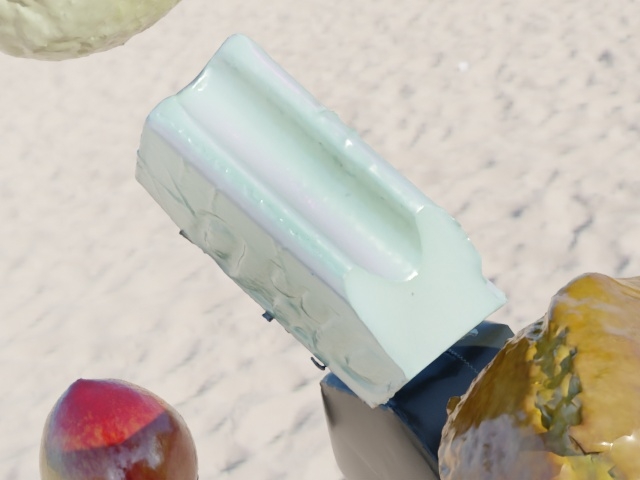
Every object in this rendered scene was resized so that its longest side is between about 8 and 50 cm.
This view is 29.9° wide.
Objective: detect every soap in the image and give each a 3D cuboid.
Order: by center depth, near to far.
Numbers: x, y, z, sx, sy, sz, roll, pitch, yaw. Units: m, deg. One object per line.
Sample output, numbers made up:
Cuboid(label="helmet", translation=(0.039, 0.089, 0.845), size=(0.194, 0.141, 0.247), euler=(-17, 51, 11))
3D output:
Cuboid(label="soap", translation=(0.000, 0.000, 0.732), size=(0.091, 0.230, 0.145), euler=(-47, -3, -18))

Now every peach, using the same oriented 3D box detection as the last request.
Cuboid(label="peach", translation=(-0.235, 0.248, 1.384), size=(0.197, 0.197, 0.197), euler=(-10, 21, 4))

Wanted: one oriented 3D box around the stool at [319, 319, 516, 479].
Cuboid(label="stool", translation=(0.114, 0.174, 0.994), size=(0.141, 0.232, 0.232), euler=(-34, 29, -22))

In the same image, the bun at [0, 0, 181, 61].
Cuboid(label="bun", translation=(-0.206, -0.308, 0.929), size=(0.348, 0.353, 0.227), euler=(12, 22, -27))

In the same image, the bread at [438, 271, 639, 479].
Cuboid(label="bread", translation=(0.213, 0.168, 0.717), size=(0.172, 0.312, 0.312), euler=(-39, 7, 29))
